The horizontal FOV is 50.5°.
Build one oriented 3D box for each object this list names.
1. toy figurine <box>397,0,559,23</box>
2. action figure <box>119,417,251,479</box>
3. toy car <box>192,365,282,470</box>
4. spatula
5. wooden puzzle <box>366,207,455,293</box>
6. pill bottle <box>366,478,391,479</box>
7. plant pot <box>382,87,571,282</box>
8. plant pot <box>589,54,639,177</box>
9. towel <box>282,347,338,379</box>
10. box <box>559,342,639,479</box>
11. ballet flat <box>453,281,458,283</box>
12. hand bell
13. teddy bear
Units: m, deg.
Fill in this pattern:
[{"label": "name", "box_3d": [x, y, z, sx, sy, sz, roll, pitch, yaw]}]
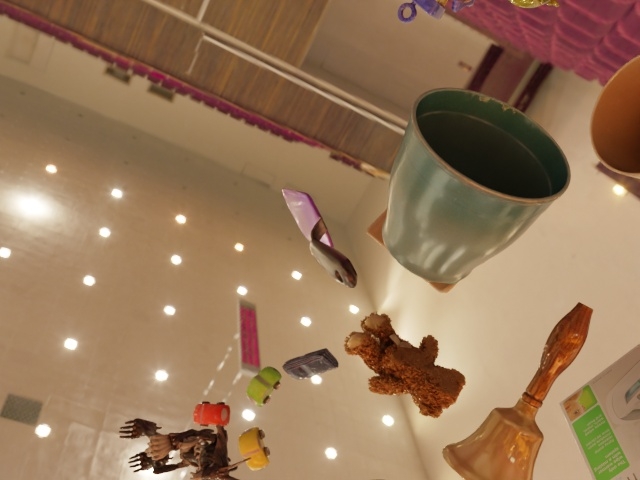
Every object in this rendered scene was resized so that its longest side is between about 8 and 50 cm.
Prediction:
[{"label": "toy figurine", "box_3d": [0.250, -0.486, 1.299, 0.362, 0.217, 0.191, 45, -165, 13]}, {"label": "action figure", "box_3d": [-0.261, 0.416, 1.259, 0.275, 0.164, 0.141, 1, -170, 38]}, {"label": "toy car", "box_3d": [-0.178, 0.400, 1.632, 0.239, 0.225, 0.053, 32, 174, 23]}, {"label": "spatula", "box_3d": [0.000, 0.000, 0.744, 0.084, 0.030, 0.296, 64, 178, -17]}, {"label": "wooden puzzle", "box_3d": [0.367, -0.037, 2.104, 0.348, 0.322, 0.080, 40, 170, 30]}, {"label": "pill bottle", "box_3d": [0.140, 0.762, 1.515, 0.229, 0.408, 0.229, -7, -170, 1]}, {"label": "plant pot", "box_3d": [0.229, -0.074, 1.147, 0.271, 0.255, 0.272, 13, -136, -13]}, {"label": "plant pot", "box_3d": [0.726, -0.212, 1.341, 0.274, 0.256, 0.256, 16, -155, -33]}, {"label": "towel", "box_3d": [-0.022, 0.288, 1.557, 0.067, 0.119, 0.029, 48, -149, -33]}, {"label": "box", "box_3d": [0.522, 0.274, 0.998, 0.127, 0.262, 0.231, 38, -157, -16]}, {"label": "ballet flat", "box_3d": [0.336, 0.052, 1.863, 0.083, 0.087, 0.247, 8, -171, -1]}, {"label": "hand bell", "box_3d": [0.257, 0.183, 0.813, 0.126, 0.242, 0.126, 27, -174, -3]}, {"label": "teddy bear", "box_3d": [0.220, 0.336, 1.835, 0.338, 0.113, 0.245, 25, -137, 4]}]
